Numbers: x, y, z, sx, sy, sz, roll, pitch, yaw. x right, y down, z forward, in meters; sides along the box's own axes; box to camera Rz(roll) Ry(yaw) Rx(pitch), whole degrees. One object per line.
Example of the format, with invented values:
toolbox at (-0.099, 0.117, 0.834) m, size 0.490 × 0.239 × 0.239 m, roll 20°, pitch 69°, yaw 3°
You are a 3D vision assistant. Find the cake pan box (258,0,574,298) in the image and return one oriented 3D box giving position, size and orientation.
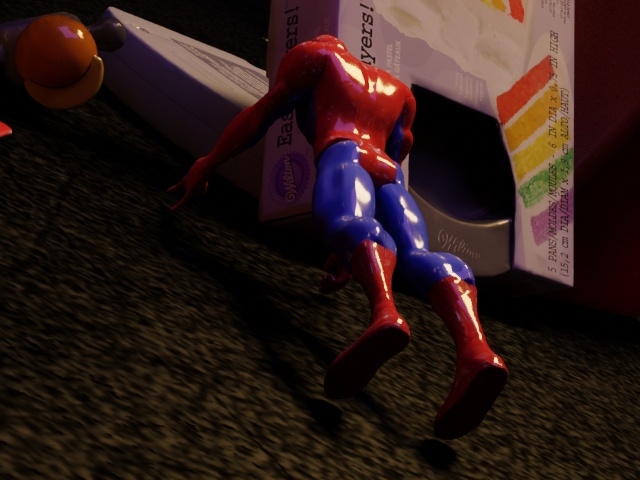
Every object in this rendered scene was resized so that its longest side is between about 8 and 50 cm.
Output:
cake pan box at (0.073, -0.103, 1.004) m, size 0.245 × 0.267 × 0.070 m, roll 18°, pitch -21°, yaw -40°

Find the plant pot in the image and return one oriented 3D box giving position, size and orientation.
plant pot at (0.219, -0.124, 1.218) m, size 0.267 × 0.235 × 0.267 m, roll 14°, pitch 40°, yaw -53°

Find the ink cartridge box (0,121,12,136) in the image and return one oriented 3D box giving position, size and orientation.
ink cartridge box at (-0.255, -0.130, 0.743) m, size 0.231 × 0.078 × 0.134 m, roll 27°, pitch 10°, yaw 0°

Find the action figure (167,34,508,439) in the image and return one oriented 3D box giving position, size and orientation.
action figure at (0.000, 0.000, 0.766) m, size 0.091 × 0.139 × 0.280 m, roll 25°, pitch 32°, yaw -26°

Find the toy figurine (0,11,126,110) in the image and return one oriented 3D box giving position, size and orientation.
toy figurine at (-0.180, -0.203, 0.898) m, size 0.209 × 0.213 × 0.148 m, roll 37°, pitch -2°, yaw -20°

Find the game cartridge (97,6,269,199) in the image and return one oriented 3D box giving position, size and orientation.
game cartridge at (-0.047, -0.085, 1.116) m, size 0.196 × 0.060 × 0.294 m, roll 22°, pitch 11°, yaw -42°

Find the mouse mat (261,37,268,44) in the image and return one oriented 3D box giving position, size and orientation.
mouse mat at (0.050, -0.136, 1.332) m, size 0.152 × 0.007 × 0.189 m, roll 30°, pitch 15°, yaw 29°
